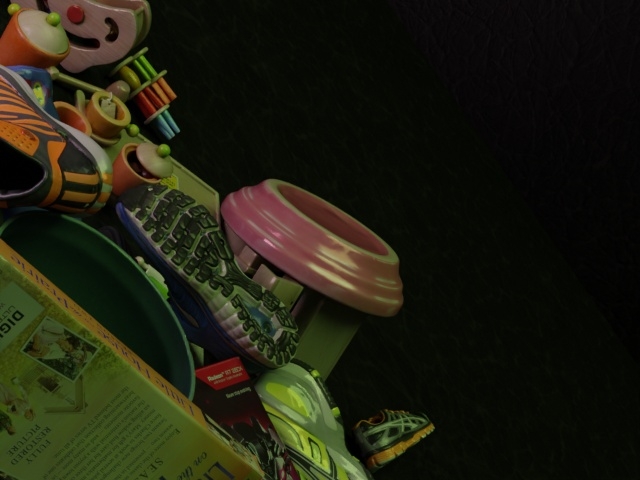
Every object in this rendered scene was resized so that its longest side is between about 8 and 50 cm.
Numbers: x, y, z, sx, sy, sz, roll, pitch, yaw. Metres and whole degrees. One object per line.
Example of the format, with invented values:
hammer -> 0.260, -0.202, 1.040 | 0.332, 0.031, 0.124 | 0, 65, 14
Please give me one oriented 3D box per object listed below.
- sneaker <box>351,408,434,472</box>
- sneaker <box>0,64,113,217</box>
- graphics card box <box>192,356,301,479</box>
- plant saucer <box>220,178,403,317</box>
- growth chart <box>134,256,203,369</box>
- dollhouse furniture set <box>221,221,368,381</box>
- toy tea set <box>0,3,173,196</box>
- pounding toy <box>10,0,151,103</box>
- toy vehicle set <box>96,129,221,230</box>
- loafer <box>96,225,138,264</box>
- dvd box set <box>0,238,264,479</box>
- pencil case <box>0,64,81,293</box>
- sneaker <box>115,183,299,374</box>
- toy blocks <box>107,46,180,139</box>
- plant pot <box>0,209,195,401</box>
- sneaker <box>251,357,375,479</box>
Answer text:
sneaker -> 0.123, 0.320, 2.323 | 0.083, 0.084, 0.215 | 55, 24, 9
sneaker -> -0.396, -0.131, 1.561 | 0.321, 0.125, 0.180 | 27, 11, 27
graphics card box -> -0.116, 0.346, 1.799 | 0.232, 0.094, 0.371 | -9, 71, -62
plant saucer -> 0.000, 0.000, 2.201 | 0.332, 0.084, 0.332 | 30, 11, -6
growth chart -> -0.218, 0.139, 1.985 | 0.172, 0.021, 0.237 | 37, 29, -34
dollhouse furniture set -> -0.107, 0.078, 2.242 | 0.303, 0.174, 0.355 | 21, 15, -45
toy tea set -> -0.346, -0.207, 1.995 | 0.336, 0.124, 0.200 | 34, 32, -22
pounding toy -> -0.368, -0.336, 2.142 | 0.269, 0.154, 0.155 | 51, 24, -11
toy vehicle set -> -0.259, -0.078, 2.164 | 0.267, 0.035, 0.166 | 38, 29, -35
loafer -> -0.269, 0.092, 1.864 | 0.084, 0.096, 0.268 | 44, 23, -40
dvd box set -> -0.306, 0.210, 1.380 | 0.420, 0.307, 0.062 | 44, 5, -24
pencil case -> -0.374, -0.070, 1.734 | 0.119, 0.133, 0.306 | -12, 90, -44
sneaker -> -0.184, 0.069, 1.940 | 0.330, 0.147, 0.130 | 52, 38, -8
toy blocks -> -0.280, -0.244, 2.314 | 0.148, 0.054, 0.123 | 53, 24, -7
plant pot -> -0.317, 0.140, 1.571 | 0.293, 0.196, 0.293 | 41, 24, -23
sneaker -> -0.011, 0.367, 1.991 | 0.147, 0.145, 0.385 | -29, 87, -35
